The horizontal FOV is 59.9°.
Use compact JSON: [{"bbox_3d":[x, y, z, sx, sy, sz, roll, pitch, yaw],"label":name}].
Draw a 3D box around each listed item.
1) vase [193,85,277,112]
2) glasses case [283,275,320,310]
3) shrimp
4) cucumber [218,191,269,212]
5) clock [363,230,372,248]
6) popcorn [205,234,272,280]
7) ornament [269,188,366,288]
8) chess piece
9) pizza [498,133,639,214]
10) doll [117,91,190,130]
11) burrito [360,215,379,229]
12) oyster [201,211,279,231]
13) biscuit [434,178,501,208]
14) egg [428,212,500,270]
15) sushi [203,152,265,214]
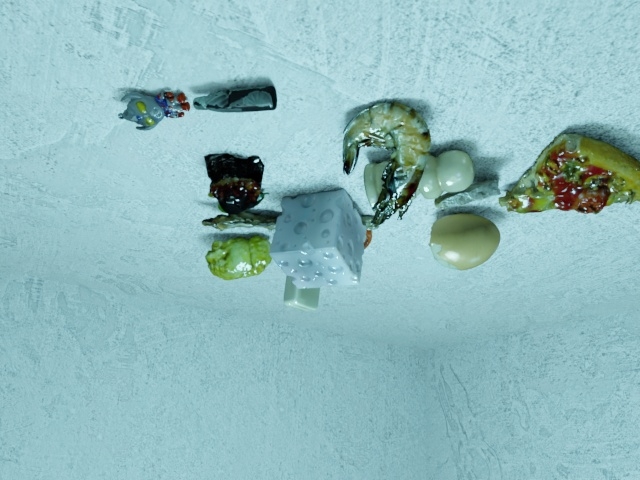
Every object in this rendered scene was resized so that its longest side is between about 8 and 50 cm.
[{"bbox_3d":[-0.213,-0.342,1.360,0.211,0.060,0.060,-2,158,12],"label":"vase"},{"bbox_3d":[-0.059,0.107,2.126,0.070,0.313,0.131,-10,155,41],"label":"glasses case"},{"bbox_3d":[0.156,-0.197,1.469,0.233,0.071,0.365,18,129,4],"label":"shrimp"},{"bbox_3d":[-0.270,-0.130,1.918,0.250,0.056,0.056,-13,153,39],"label":"cucumber"},{"bbox_3d":[0.100,0.003,2.137,0.205,0.051,0.205,-12,148,-8],"label":"clock"},{"bbox_3d":[-0.324,0.074,2.305,0.285,0.174,0.225,-10,172,8],"label":"popcorn"},{"bbox_3d":[0.000,0.000,1.890,0.238,0.240,0.240,-6,144,23],"label":"ornament"},{"bbox_3d":[0.288,-0.172,1.587,0.299,0.167,0.167,-10,155,23],"label":"chess piece"},{"bbox_3d":[0.716,-0.140,1.615,0.439,0.130,0.406,19,152,-32],"label":"pizza"},{"bbox_3d":[-0.430,-0.334,1.421,0.194,0.062,0.104,-8,157,12],"label":"doll"},{"bbox_3d":[0.121,-0.067,2.019,0.188,0.045,0.058,4,144,8],"label":"burrito"},{"bbox_3d":[-0.262,-0.070,2.023,0.344,0.079,0.128,2,178,-22],"label":"oyster"},{"bbox_3d":[0.440,-0.140,1.626,0.265,0.040,0.188,-22,-169,-37],"label":"biscuit"},{"bbox_3d":[0.496,0.001,1.918,0.244,0.201,0.201,-13,155,12],"label":"egg"},{"bbox_3d":[-0.263,-0.163,1.699,0.171,0.151,0.153,-1,158,12],"label":"sushi"}]
